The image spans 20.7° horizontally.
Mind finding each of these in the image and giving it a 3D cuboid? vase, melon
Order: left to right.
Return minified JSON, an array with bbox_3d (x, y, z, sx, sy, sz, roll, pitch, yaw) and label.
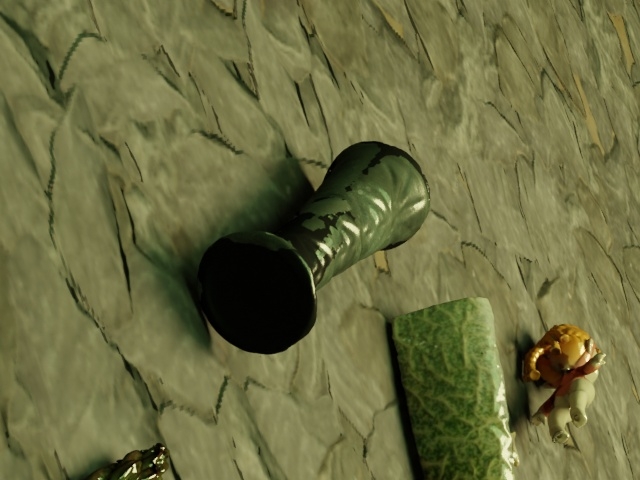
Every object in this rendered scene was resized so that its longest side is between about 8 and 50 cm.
[{"bbox_3d":[0.000,0.000,0.825,0.059,0.059,0.167,67,25,-8],"label":"vase"},{"bbox_3d":[0.083,0.126,0.934,0.098,0.054,0.182,55,26,-61],"label":"melon"}]

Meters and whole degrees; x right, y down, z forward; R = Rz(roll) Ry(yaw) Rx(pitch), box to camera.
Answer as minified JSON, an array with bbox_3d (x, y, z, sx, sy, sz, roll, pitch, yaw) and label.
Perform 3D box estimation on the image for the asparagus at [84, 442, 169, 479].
[{"bbox_3d":[-0.102,0.128,0.572,0.248,0.024,0.025,-54,128,-62],"label":"asparagus"}]

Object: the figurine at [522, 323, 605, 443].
[{"bbox_3d":[0.149,0.085,1.068,0.047,0.064,0.109,41,22,-10],"label":"figurine"}]
